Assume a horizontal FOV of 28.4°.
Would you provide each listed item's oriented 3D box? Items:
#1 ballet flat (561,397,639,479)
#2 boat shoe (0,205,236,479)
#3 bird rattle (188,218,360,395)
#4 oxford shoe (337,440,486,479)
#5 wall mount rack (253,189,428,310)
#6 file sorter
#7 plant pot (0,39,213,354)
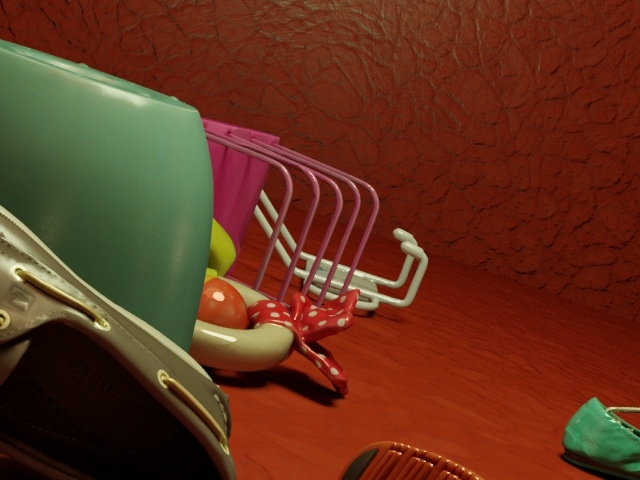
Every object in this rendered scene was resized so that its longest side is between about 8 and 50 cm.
[{"bbox_3d":[0.372,0.224,1.285,0.247,0.087,0.083,20,6,8],"label":"ballet flat"},{"bbox_3d":[-0.181,0.061,0.722,0.324,0.116,0.097,37,4,-27],"label":"boat shoe"},{"bbox_3d":[-0.091,0.079,1.206,0.253,0.143,0.207,35,23,19],"label":"bird rattle"},{"bbox_3d":[0.111,0.208,0.721,0.271,0.097,0.098,34,-3,42],"label":"oxford shoe"},{"bbox_3d":[0.000,0.000,1.888,0.304,0.130,0.350,19,6,-2],"label":"wall mount rack"},{"bbox_3d":[-0.077,-0.013,1.456,0.182,0.202,0.290,23,7,20],"label":"file sorter"},{"bbox_3d":[-0.211,-0.017,0.944,0.293,0.235,0.293,20,6,-2],"label":"plant pot"}]
